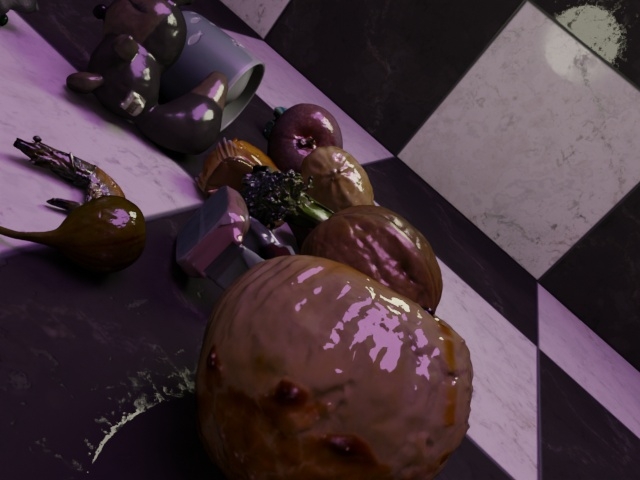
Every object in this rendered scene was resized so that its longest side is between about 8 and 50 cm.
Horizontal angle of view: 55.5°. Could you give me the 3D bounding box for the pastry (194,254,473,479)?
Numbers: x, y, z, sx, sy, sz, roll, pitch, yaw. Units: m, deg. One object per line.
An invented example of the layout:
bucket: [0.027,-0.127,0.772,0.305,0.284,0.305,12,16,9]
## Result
pastry: [0.007,0.204,0.825,0.388,0.313,0.388,27,-11,5]

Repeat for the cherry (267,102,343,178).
cherry: [-0.055,-0.264,1.793,0.221,0.261,0.307,13,-6,-23]

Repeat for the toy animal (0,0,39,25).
toy animal: [-0.762,-0.554,1.367,0.108,0.138,0.236,16,25,27]

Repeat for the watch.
watch: [-0.146,0.031,1.193,0.241,0.161,0.253,43,12,-25]

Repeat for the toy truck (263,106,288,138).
toy truck: [-0.065,-0.344,2.060,0.155,0.156,0.279,18,31,-46]

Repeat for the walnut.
walnut: [0.114,0.081,1.327,0.332,0.333,0.333,34,21,-15]

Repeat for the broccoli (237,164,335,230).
broccoli: [-0.047,-0.067,1.405,0.304,0.146,0.165,20,-4,-38]

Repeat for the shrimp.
shrimp: [-0.442,-0.102,1.078,0.217,0.051,0.150,32,29,-31]

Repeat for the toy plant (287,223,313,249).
toy plant: [0.000,0.000,1.550,0.200,0.105,0.143,45,25,-18]

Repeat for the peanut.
peanut: [0.080,-0.084,1.651,0.192,0.169,0.387,20,-35,60]

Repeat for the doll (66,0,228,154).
doll: [-0.396,-0.429,1.505,0.252,0.382,0.378,5,-30,43]

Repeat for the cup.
cup: [-0.367,-0.453,1.697,0.274,0.259,0.357,40,52,2]

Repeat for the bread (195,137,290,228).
bread: [-0.171,-0.131,1.471,0.241,0.136,0.107,27,21,-34]

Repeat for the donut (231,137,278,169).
donut: [-0.196,-0.186,1.631,0.174,0.074,0.190,32,26,-22]

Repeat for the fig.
fig: [-0.384,-0.014,0.926,0.236,0.124,0.124,5,38,-34]
